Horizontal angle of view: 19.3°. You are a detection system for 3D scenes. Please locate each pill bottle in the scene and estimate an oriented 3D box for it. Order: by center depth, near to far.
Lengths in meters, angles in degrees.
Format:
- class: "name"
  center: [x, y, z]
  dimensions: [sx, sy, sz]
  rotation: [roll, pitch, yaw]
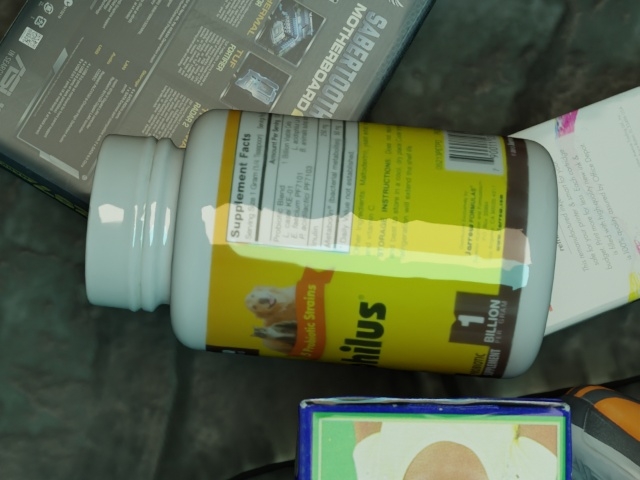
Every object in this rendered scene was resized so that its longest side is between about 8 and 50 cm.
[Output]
- class: "pill bottle"
  center: [0.000, 0.000, 0.899]
  dimensions: [0.215, 0.117, 0.117]
  rotation: [5, 83, 0]

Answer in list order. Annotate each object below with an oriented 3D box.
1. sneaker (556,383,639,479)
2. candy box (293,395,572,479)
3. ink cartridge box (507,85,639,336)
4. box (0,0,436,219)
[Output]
- class: "sneaker"
  center: [0.274, 0.121, 0.968]
  dimensions: [0.321, 0.124, 0.180]
  rotation: [31, 78, -9]
- class: "candy box"
  center: [0.046, 0.234, 0.856]
  dimensions: [0.122, 0.268, 0.317]
  rotation: [-1, 83, 1]
- class: "ink cartridge box"
  center: [0.132, -0.010, 0.994]
  dimensions: [0.181, 0.061, 0.104]
  rotation: [-20, 84, -5]
- class: "box"
  center: [-0.056, -0.107, 0.999]
  dimensions: [0.183, 0.059, 0.232]
  rotation: [30, 82, 1]
